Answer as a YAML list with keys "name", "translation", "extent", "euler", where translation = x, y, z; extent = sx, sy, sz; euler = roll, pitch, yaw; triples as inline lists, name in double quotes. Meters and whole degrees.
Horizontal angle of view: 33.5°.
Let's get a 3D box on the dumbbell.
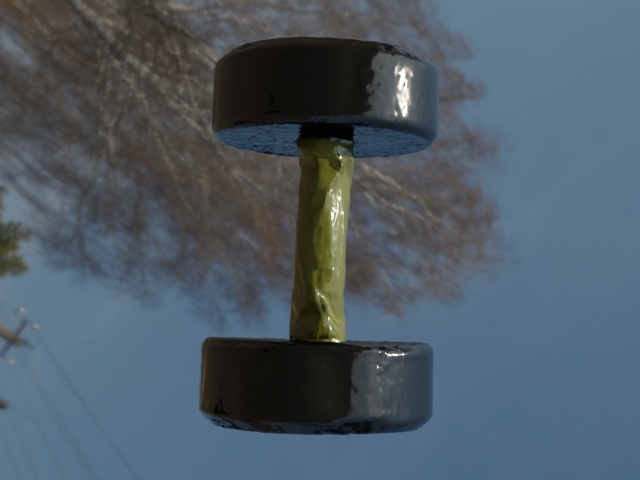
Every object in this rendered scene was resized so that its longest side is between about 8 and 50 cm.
- name: "dumbbell"
  translation: [0.000, 0.000, 0.929]
  extent: [0.204, 0.204, 0.322]
  euler: [-5, -98, 56]
